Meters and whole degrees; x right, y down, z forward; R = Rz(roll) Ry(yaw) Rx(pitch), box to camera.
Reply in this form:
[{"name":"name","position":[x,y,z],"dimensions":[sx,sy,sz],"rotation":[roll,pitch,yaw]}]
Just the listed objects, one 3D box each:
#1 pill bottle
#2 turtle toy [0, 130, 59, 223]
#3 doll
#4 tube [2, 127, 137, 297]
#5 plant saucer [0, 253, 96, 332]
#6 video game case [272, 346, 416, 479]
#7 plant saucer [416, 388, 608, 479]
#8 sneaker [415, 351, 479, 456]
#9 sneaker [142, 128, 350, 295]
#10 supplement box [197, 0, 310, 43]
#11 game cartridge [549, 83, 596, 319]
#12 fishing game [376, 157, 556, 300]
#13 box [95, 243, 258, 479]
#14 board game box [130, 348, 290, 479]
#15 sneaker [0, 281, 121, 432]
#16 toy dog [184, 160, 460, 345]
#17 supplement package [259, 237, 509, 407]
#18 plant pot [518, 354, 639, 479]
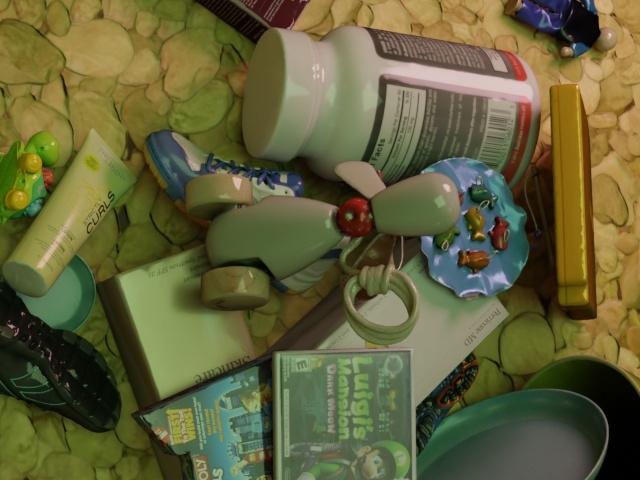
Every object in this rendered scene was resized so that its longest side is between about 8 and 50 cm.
[{"name":"pill bottle","position":[0.092,-0.175,1.616],"dimensions":[0.362,0.210,0.210],"rotation":[6,81,-21]},{"name":"turtle toy","position":[-0.366,-0.079,1.488],"dimensions":[0.066,0.095,0.130],"rotation":[33,71,-44]},{"name":"doll","position":[0.378,-0.343,1.842],"dimensions":[0.189,0.046,0.129],"rotation":[24,76,-17]},{"name":"tube","position":[-0.306,-0.034,1.480],"dimensions":[0.062,0.070,0.240],"rotation":[17,47,10]},{"name":"plant saucer","position":[-0.343,0.065,1.509],"dimensions":[0.119,0.021,0.119],"rotation":[3,83,-21]},{"name":"video game case","position":[0.029,0.223,1.419],"dimensions":[0.173,0.022,0.191],"rotation":[0,88,-15]},{"name":"plant saucer","position":[0.225,0.300,1.555],"dimensions":[0.317,0.317,0.044],"rotation":[-34,110,-22]},{"name":"sneaker","position":[0.134,0.238,1.647],"dimensions":[0.221,0.087,0.083],"rotation":[-43,78,-5]},{"name":"sneaker","position":[-0.090,-0.063,1.556],"dimensions":[0.296,0.112,0.131],"rotation":[39,114,-21]},{"name":"supplement box","position":[-0.124,-0.380,1.629],"dimensions":[0.239,0.073,0.130],"rotation":[35,72,-13]},{"name":"game cartridge","position":[0.348,-0.040,1.660],"dimensions":[0.052,0.323,0.285],"rotation":[-3,82,16]},{"name":"fishing game","position":[0.192,-0.018,1.514],"dimensions":[0.264,0.041,0.189],"rotation":[1,76,-29]},{"name":"box","position":[-0.157,0.173,1.515],"dimensions":[0.148,0.121,0.311],"rotation":[-21,91,-23]},{"name":"board game box","position":[-0.119,0.239,1.422],"dimensions":[0.194,0.060,0.194],"rotation":[-7,86,-21]},{"name":"sneaker","position":[-0.355,0.147,1.460],"dimensions":[0.267,0.106,0.101],"rotation":[45,30,-22]},{"name":"toy dog","position":[0.000,0.000,1.436],"dimensions":[0.333,0.161,0.220],"rotation":[11,83,18]},{"name":"supplement package","position":[0.074,0.131,1.569],"dimensions":[0.262,0.204,0.145],"rotation":[-42,99,-22]},{"name":"plant pot","position":[0.444,0.324,1.685],"dimensions":[0.293,0.274,0.275],"rotation":[18,76,-36]}]
